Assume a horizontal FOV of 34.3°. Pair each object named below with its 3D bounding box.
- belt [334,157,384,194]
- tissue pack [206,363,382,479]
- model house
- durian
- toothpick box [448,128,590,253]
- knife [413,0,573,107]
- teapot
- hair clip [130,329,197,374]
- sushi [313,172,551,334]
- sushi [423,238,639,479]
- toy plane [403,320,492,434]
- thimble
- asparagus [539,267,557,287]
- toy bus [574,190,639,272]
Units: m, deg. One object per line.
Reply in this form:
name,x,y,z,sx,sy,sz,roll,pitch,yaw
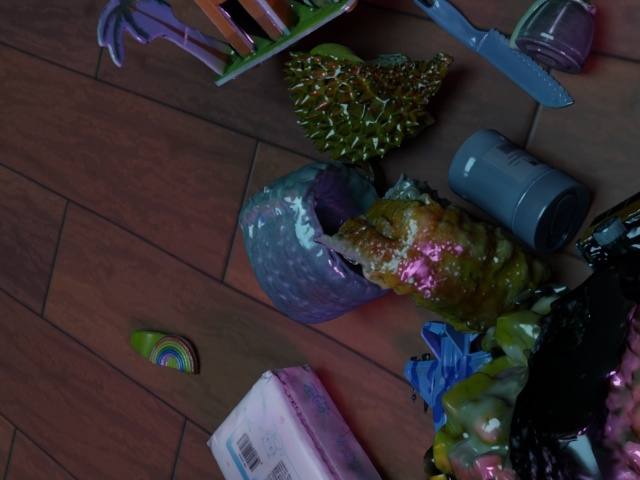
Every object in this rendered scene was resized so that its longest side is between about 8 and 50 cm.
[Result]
belt,0.058,-0.098,1.532,0.083,0.036,0.059,32,102,39
tissue pack,-0.030,0.345,1.524,0.201,0.124,0.271,-51,57,27
model house,-0.140,-0.398,1.458,0.300,0.324,0.340,-22,28,43
durian,0.059,-0.209,1.485,0.306,0.166,0.172,5,121,49
toothpick box,0.248,-0.064,1.306,0.153,0.101,0.101,41,114,38
knife,0.227,-0.265,1.401,0.313,0.019,0.044,47,115,32
teapot,0.289,-0.269,1.294,0.124,0.092,0.091,28,90,34
hair clip,-0.282,0.188,1.832,0.188,0.033,0.060,11,94,43
sushi,0.145,0.015,1.296,0.139,0.274,0.184,-58,21,6
sushi,0.305,0.217,1.096,0.285,0.328,0.328,-34,26,48
toy plane,0.179,0.217,1.361,0.169,0.078,0.246,-18,69,41
thimble,0.000,0.000,1.450,0.143,0.235,0.198,-28,35,39
asparagus,0.269,0.083,1.334,0.014,0.015,0.114,42,114,34
toy bus,0.399,-0.021,1.152,0.201,0.114,0.098,-35,94,36
